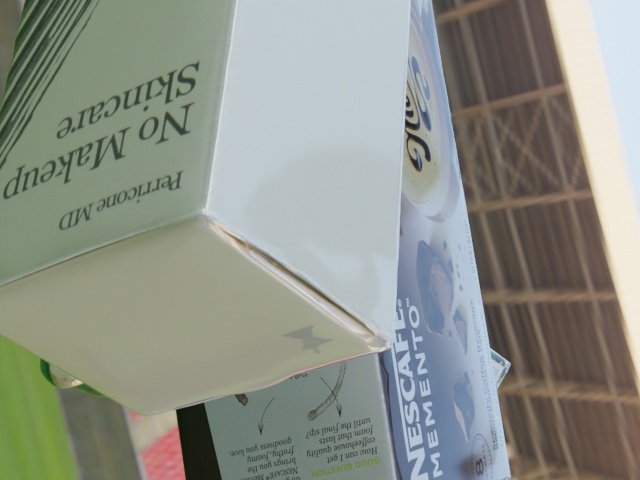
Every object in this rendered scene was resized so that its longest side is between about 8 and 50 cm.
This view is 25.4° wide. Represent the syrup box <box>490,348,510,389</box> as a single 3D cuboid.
[{"bbox_3d":[0.028,0.159,1.017,0.096,0.237,0.093,29,-3,35],"label":"syrup box"}]

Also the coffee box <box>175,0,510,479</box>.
[{"bbox_3d":[0.000,0.000,0.749,0.168,0.118,0.297,1,80,-66],"label":"coffee box"}]

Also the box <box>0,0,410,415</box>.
[{"bbox_3d":[-0.036,-0.086,0.504,0.094,0.113,0.275,38,44,-41],"label":"box"}]

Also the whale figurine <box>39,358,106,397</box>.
[{"bbox_3d":[-0.212,0.025,1.214,0.272,0.141,0.216,47,48,-49],"label":"whale figurine"}]
